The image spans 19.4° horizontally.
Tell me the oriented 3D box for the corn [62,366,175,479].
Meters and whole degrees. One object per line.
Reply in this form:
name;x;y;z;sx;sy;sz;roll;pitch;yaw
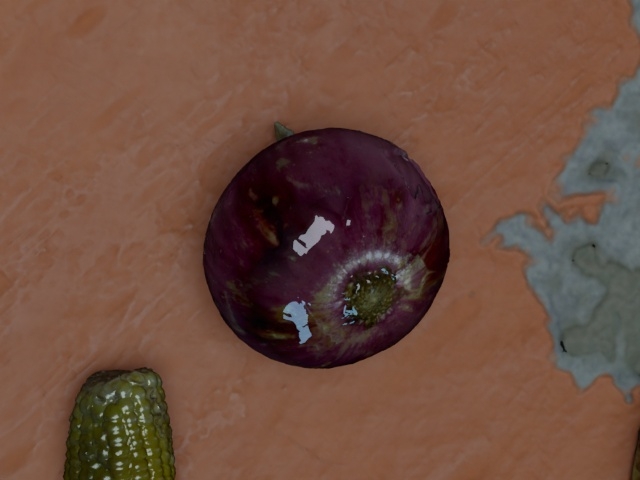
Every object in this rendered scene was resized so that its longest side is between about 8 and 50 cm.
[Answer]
corn;-0.138;0.251;1.332;0.097;0.097;0.320;-3;91;-9

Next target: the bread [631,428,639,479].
bread;0.387;0.186;1.380;0.288;0.156;0.204;19;92;-11

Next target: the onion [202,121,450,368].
onion;0.004;0.006;1.319;0.177;0.153;0.177;-3;97;-26
